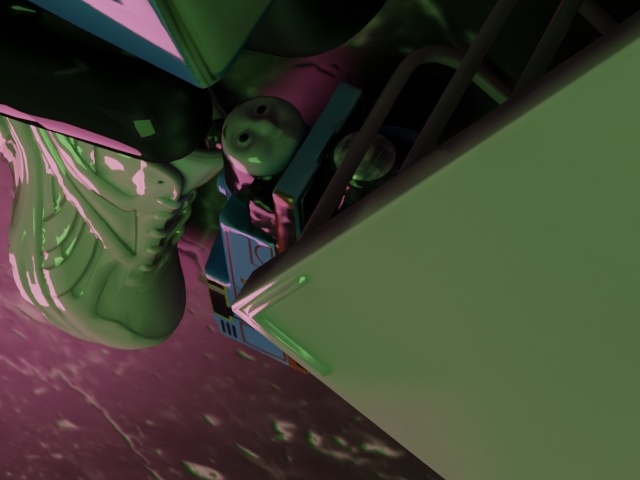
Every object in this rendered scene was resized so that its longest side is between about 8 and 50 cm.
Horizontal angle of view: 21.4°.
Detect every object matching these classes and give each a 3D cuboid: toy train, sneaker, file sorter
[{"bbox_3d":[0.000,0.000,0.765,0.105,0.080,0.184,22,154,14],"label":"toy train"},{"bbox_3d":[-0.091,-0.027,0.807,0.115,0.090,0.232,8,138,22],"label":"sneaker"},{"bbox_3d":[0.144,-0.023,0.582,0.193,0.173,0.277,40,142,-13],"label":"file sorter"}]

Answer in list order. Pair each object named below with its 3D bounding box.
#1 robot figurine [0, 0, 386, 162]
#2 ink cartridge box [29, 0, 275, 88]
[{"bbox_3d":[-0.060,-0.157,0.564,0.278,0.209,0.173,15,153,19],"label":"robot figurine"},{"bbox_3d":[-0.106,-0.214,0.430,0.307,0.223,0.129,28,168,19],"label":"ink cartridge box"}]
